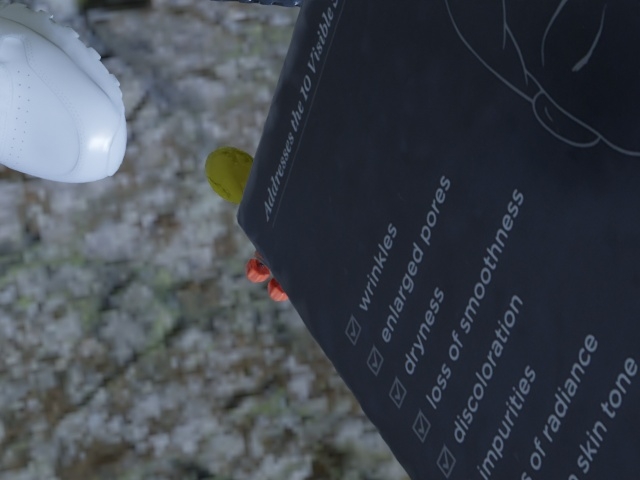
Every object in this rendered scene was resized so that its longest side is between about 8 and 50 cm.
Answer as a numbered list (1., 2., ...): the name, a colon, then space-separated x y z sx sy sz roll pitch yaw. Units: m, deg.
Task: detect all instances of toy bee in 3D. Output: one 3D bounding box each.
1. toy bee: 0.000 0.000 1.352 0.195 0.162 0.298 45 -162 18

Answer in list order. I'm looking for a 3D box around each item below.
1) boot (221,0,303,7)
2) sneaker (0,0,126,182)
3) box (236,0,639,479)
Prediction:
1. boot: -0.048 -0.358 1.524 0.348 0.260 0.131 1 -163 -20
2. sneaker: -0.207 -0.089 0.846 0.235 0.090 0.095 29 -148 19
3. box: 0.219 -0.073 0.863 0.297 0.480 0.472 -1 -145 -31
